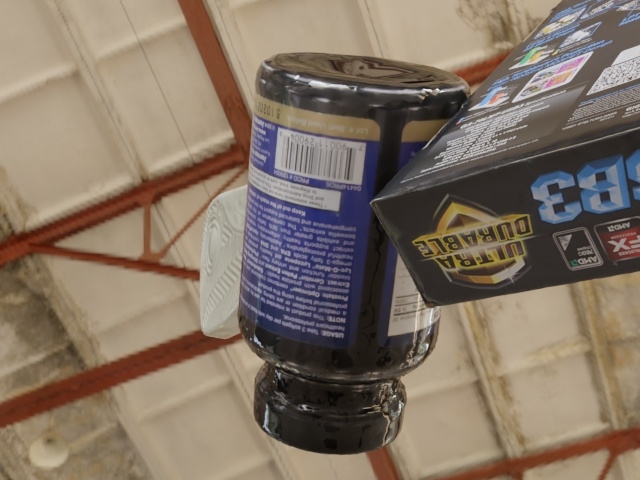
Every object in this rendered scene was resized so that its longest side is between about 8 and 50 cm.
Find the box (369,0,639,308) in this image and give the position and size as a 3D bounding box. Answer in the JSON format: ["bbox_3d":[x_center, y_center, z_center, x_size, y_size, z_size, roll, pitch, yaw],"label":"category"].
[{"bbox_3d":[0.211,-0.096,0.481,0.296,0.293,0.073,-15,-69,42],"label":"box"}]

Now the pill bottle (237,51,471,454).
[{"bbox_3d":[0.015,0.007,0.609,0.123,0.123,0.219,2,-72,-12],"label":"pill bottle"}]

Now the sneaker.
[{"bbox_3d":[0.000,0.000,0.864,0.148,0.131,0.350,5,-21,-23],"label":"sneaker"}]
